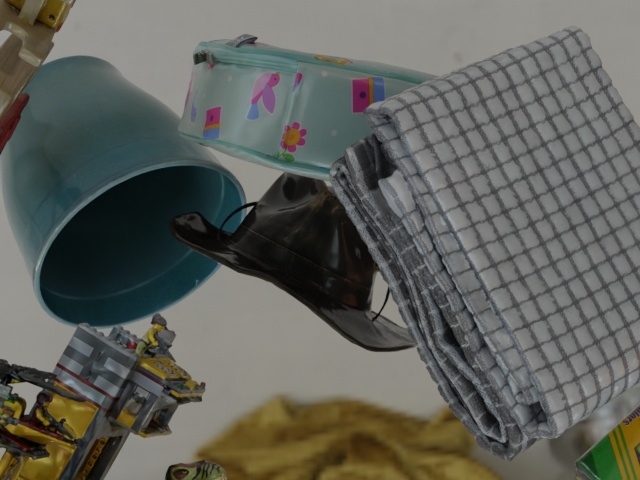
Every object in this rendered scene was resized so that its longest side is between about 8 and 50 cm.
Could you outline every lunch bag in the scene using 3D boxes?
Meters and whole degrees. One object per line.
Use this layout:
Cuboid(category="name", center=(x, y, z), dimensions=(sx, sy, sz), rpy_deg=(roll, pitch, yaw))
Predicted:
Cuboid(category="lunch bag", center=(0.013, -0.114, 1.581), dimensions=(0.279, 0.224, 0.107), rpy_deg=(10, 97, -16))

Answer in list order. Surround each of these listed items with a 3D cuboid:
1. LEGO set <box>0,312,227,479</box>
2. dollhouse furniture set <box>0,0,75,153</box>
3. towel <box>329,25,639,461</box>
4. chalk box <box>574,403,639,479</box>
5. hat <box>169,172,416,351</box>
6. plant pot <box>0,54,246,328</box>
Cuboid(category="LEGO set", center=(-0.116, 0.157, 1.155), dimensions=(0.255, 0.192, 0.331), rpy_deg=(30, -179, 19))
Cuboid(category="dollhouse furniture set", center=(-0.381, -0.207, 1.810), dimensions=(0.201, 0.152, 0.374), rpy_deg=(33, 127, -6))
Cuboid(category="towel", center=(0.159, -0.001, 1.383), dimensions=(0.235, 0.283, 0.121), rpy_deg=(-27, 175, -34))
Cuboid(category="chalk box", center=(0.385, 0.255, 1.555), dimensions=(0.179, 0.289, 0.180), rpy_deg=(-42, 163, -6))
Cuboid(category="hat", center=(0.000, 0.000, 1.931), dimensions=(0.331, 0.331, 0.134), rpy_deg=(27, 96, -31))
Cuboid(category="plant pot", center=(-0.265, -0.078, 2.121), dimensions=(0.272, 0.255, 0.271), rpy_deg=(-23, 146, -17))
